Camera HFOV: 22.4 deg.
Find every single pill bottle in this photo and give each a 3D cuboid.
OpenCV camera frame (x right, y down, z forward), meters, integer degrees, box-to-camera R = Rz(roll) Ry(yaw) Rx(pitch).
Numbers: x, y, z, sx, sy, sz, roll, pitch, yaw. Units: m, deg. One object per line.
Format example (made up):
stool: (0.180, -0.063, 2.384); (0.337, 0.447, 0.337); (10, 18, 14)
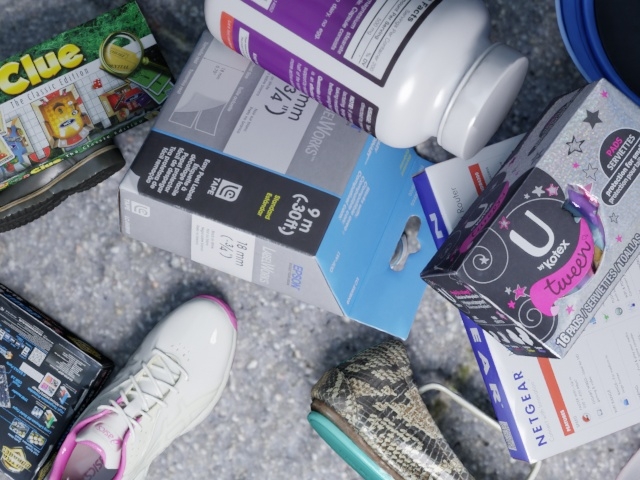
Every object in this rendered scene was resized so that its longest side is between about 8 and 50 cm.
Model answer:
pill bottle: (0.049, -0.218, 1.690); (0.323, 0.181, 0.181); (33, 96, 15)

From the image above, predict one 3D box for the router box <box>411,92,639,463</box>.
router box: (0.296, 0.031, 1.745); (0.301, 0.082, 0.335); (-19, 89, -8)

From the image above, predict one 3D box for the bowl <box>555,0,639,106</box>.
bowl: (0.439, -0.274, 1.666); (0.391, 0.077, 0.391); (-5, 75, 20)

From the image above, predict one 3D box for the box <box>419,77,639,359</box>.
box: (0.237, -0.021, 1.615); (0.142, 0.163, 0.247); (37, 82, -6)

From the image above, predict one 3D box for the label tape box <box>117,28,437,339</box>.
label tape box: (-0.019, -0.067, 1.755); (0.333, 0.106, 0.241); (20, 58, 7)

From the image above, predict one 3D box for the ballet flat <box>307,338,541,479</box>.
ballet flat: (0.189, 0.309, 1.783); (0.182, 0.164, 0.483); (-37, 85, -13)

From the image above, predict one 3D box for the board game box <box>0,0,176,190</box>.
board game box: (-0.299, -0.162, 1.844); (0.259, 0.030, 0.136); (-26, 76, -4)

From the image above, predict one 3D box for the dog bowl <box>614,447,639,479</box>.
dog bowl: (0.431, 0.273, 1.675); (0.265, 0.265, 0.104); (-35, 107, 7)

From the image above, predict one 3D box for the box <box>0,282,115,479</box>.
box: (-0.377, 0.157, 1.890); (0.220, 0.051, 0.175); (33, 96, 9)

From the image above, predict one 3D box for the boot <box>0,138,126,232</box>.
boot: (-0.344, -0.101, 1.880); (0.198, 0.077, 0.137); (-28, 83, -5)

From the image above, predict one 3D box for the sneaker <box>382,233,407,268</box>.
sneaker: (0.000, 0.000, 1.823); (0.190, 0.083, 0.071); (2, 97, 10)

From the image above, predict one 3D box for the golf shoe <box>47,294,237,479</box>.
golf shoe: (-0.202, 0.195, 1.830); (0.115, 0.140, 0.306); (36, 94, 7)
